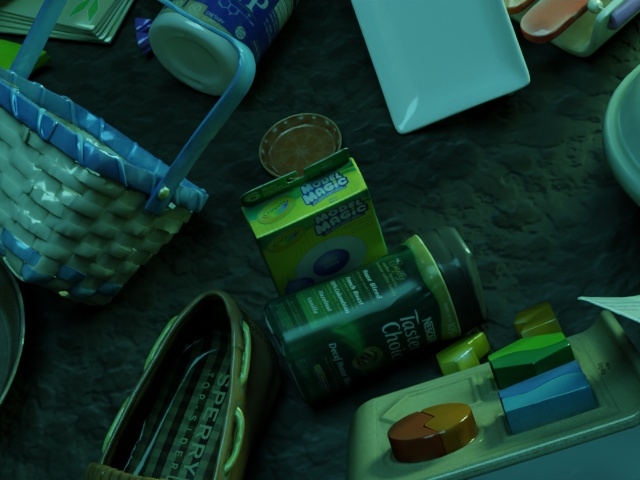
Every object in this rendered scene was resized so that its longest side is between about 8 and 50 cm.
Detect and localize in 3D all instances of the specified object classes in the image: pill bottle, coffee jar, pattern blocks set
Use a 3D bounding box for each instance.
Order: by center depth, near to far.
[{"bbox_3d":[0.050,0.062,1.197,0.184,0.096,0.079,-25,43,-3],"label":"coffee jar"},{"bbox_3d":[-0.086,-0.253,1.456,0.112,0.112,0.186,17,61,25],"label":"pill bottle"},{"bbox_3d":[-0.285,-0.289,1.589,0.325,0.026,0.285,24,63,28],"label":"pattern blocks set"}]

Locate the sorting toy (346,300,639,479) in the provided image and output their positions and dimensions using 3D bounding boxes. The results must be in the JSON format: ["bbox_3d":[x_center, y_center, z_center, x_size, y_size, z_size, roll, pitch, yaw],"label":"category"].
[{"bbox_3d":[0.121,0.108,1.061,0.229,0.041,0.307,-23,10,6],"label":"sorting toy"}]

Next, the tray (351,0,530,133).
[{"bbox_3d":[0.099,-0.253,1.358,0.145,0.030,0.270,-20,88,26],"label":"tray"}]

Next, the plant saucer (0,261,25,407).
[{"bbox_3d":[-0.416,0.123,1.308,0.310,0.050,0.310,-7,53,9],"label":"plant saucer"}]

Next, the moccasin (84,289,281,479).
[{"bbox_3d":[-0.131,0.213,1.103,0.139,0.147,0.380,13,59,23],"label":"moccasin"}]

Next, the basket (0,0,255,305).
[{"bbox_3d":[-0.217,-0.109,1.309,0.255,0.201,0.289,39,103,33],"label":"basket"}]

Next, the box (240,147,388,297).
[{"bbox_3d":[0.000,0.000,1.204,0.105,0.179,0.043,-25,52,-3],"label":"box"}]

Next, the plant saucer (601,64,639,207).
[{"bbox_3d":[0.435,-0.119,1.150,0.400,0.100,0.400,-5,35,3],"label":"plant saucer"}]

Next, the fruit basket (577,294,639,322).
[{"bbox_3d":[0.388,0.114,0.975,0.353,0.327,0.165,19,99,30],"label":"fruit basket"}]

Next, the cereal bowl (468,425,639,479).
[{"bbox_3d":[0.208,0.292,0.959,0.339,0.141,0.339,-8,53,10],"label":"cereal bowl"}]

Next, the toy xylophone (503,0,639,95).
[{"bbox_3d":[0.196,-0.276,1.417,0.323,0.081,0.236,30,67,31],"label":"toy xylophone"}]

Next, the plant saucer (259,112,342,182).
[{"bbox_3d":[-0.019,-0.090,1.380,0.083,0.013,0.083,-8,53,10],"label":"plant saucer"}]
